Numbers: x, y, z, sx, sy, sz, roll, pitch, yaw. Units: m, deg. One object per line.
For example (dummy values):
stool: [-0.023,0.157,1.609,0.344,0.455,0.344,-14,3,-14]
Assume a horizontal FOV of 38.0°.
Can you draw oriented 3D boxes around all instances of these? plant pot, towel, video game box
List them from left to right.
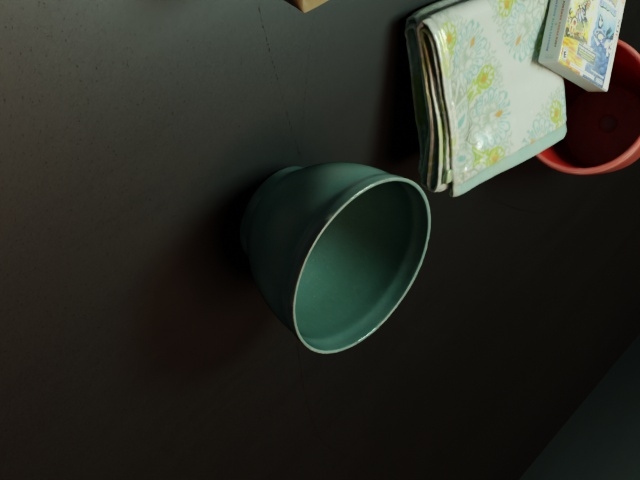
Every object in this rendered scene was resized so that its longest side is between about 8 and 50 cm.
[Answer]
plant pot: [0.000,0.000,1.436,0.293,0.196,0.293,-31,137,-34]
towel: [0.302,-0.279,1.622,0.374,0.090,0.320,-29,122,-35]
video game box: [0.477,-0.385,1.682,0.205,0.048,0.187,11,88,-48]
plant pot: [0.557,-0.252,1.880,0.243,0.275,0.275,10,108,-61]

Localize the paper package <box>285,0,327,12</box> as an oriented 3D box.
paper package: [0.013,-0.490,1.103,0.309,0.168,0.324,-35,140,-27]
